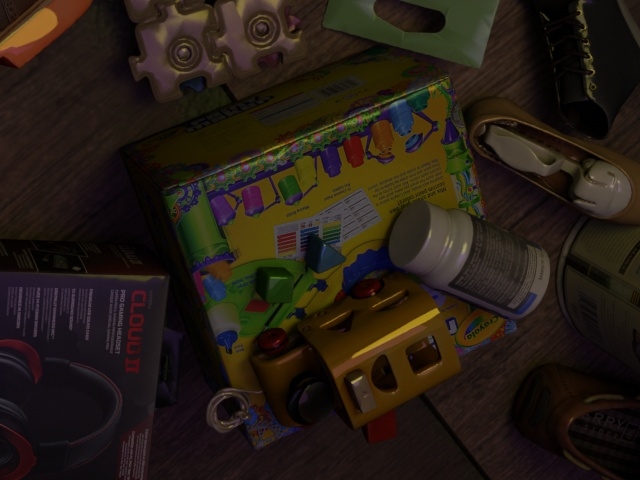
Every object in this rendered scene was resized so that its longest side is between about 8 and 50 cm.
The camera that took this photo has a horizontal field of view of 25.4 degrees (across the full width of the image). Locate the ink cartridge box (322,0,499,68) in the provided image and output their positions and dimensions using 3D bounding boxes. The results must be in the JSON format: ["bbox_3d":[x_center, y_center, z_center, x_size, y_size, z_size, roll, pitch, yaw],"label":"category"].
[{"bbox_3d":[0.106,-0.298,1.362,0.171,0.056,0.235,16,100,4],"label":"ink cartridge box"}]

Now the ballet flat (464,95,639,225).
[{"bbox_3d":[0.249,-0.070,1.463,0.232,0.073,0.080,26,115,4],"label":"ballet flat"}]

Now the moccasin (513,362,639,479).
[{"bbox_3d":[0.407,0.237,1.627,0.380,0.147,0.139,25,96,-26],"label":"moccasin"}]

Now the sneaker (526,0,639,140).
[{"bbox_3d":[0.255,-0.211,1.441,0.222,0.083,0.118,45,55,-27],"label":"sneaker"}]

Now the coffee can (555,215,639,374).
[{"bbox_3d":[0.403,0.068,1.502,0.201,0.275,0.201,-6,109,-19],"label":"coffee can"}]

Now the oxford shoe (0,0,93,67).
[{"bbox_3d":[-0.361,-0.155,1.201,0.364,0.130,0.133,-47,120,-26],"label":"oxford shoe"}]

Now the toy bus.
[{"bbox_3d":[0.025,0.116,1.273,0.191,0.104,0.202,17,100,-25],"label":"toy bus"}]

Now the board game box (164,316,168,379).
[{"bbox_3d":[-0.278,0.097,1.385,0.259,0.039,0.124,-10,109,-20],"label":"board game box"}]

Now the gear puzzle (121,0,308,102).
[{"bbox_3d":[-0.134,-0.306,1.316,0.175,0.044,0.339,-20,109,-13],"label":"gear puzzle"}]

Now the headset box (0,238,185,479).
[{"bbox_3d":[-0.272,0.114,1.313,0.293,0.110,0.218,3,105,-21],"label":"headset box"}]

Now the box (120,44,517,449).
[{"bbox_3d":[0.000,0.000,1.382,0.290,0.177,0.279,-23,113,-14],"label":"box"}]

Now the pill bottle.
[{"bbox_3d":[0.135,0.017,1.299,0.137,0.078,0.078,23,97,-27],"label":"pill bottle"}]
